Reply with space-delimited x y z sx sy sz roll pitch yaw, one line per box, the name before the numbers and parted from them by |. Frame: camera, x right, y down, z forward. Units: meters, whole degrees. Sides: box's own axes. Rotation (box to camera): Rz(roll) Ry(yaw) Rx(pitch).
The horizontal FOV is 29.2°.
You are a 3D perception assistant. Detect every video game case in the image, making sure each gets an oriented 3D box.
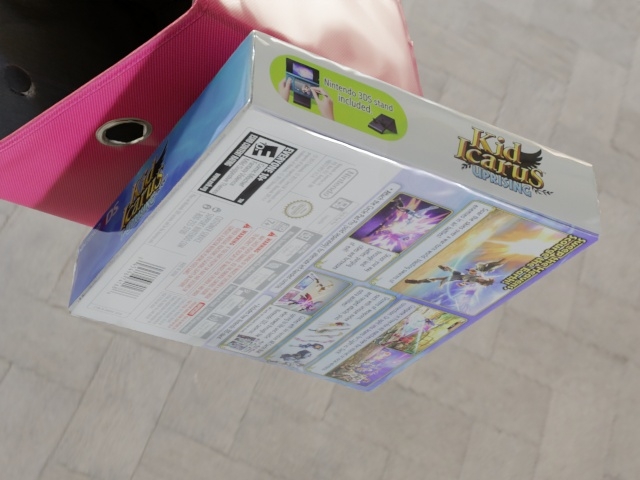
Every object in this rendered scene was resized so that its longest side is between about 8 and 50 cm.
video game case | 0.000 0.000 0.803 0.244 0.269 0.061 19 54 -25

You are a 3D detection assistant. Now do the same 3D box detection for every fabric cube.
fabric cube | -0.108 -0.164 0.895 0.258 0.254 0.259 22 50 -50
